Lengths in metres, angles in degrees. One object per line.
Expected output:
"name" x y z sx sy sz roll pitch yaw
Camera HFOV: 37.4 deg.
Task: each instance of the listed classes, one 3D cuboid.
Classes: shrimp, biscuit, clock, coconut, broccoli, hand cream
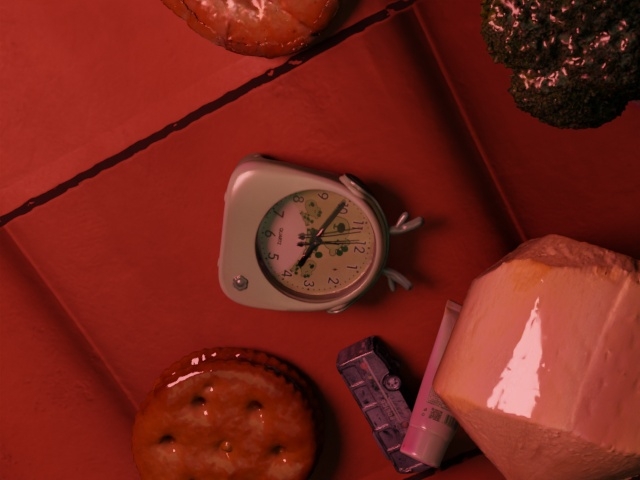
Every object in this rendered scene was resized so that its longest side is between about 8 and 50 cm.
"shrimp" -0.065 -0.322 0.891 0.222 0.054 0.290 18 113 -4
"biscuit" -0.104 0.225 1.081 0.220 0.066 0.220 1 110 2
"clock" 0.000 0.000 0.998 0.211 0.066 0.159 10 110 -1
"coconut" 0.239 0.129 0.927 0.239 0.239 0.244 20 88 -5
"broccoli" 0.232 -0.255 0.799 0.297 0.297 0.297 39 111 27
"hand cream" 0.142 0.159 1.034 0.076 0.047 0.174 25 78 -8

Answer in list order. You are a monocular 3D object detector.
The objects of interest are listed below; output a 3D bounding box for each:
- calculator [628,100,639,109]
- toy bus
"calculator" 0.357 -0.215 0.925 0.126 0.034 0.190 24 114 -7
"toy bus" 0.079 0.188 1.072 0.065 0.047 0.166 -25 106 13
